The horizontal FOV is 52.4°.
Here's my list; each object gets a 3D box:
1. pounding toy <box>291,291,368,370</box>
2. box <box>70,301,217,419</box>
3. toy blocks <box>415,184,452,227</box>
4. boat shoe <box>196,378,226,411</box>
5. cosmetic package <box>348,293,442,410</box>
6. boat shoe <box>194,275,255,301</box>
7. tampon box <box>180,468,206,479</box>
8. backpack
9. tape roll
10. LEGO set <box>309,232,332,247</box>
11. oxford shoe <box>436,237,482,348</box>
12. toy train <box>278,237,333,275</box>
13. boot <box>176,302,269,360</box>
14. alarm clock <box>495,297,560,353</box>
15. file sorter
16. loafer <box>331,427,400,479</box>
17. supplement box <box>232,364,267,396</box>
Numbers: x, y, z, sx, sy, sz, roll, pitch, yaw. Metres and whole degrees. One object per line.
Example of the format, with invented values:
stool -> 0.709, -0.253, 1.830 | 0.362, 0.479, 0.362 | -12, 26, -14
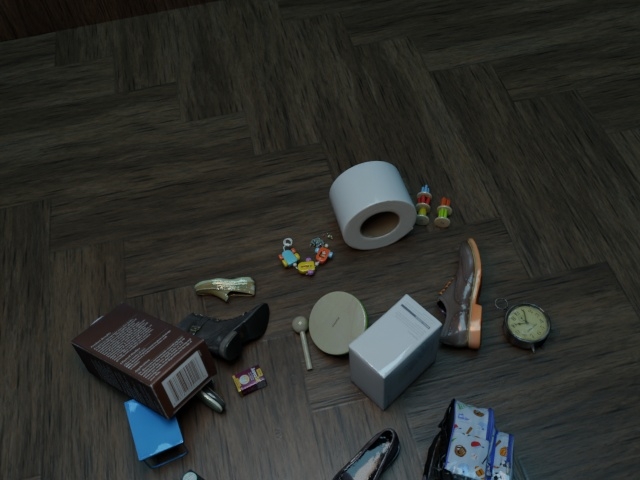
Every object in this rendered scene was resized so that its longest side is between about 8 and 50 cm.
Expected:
pounding toy -> 0.049, 0.260, 1.913 | 0.237, 0.110, 0.183 | -31, 65, 18
box -> -0.488, 0.321, 1.788 | 0.381, 0.143, 0.191 | 17, 44, 37
toy blocks -> 0.380, -0.120, 2.170 | 0.123, 0.054, 0.148 | 7, 55, 10
boat shoe -> -0.341, 0.393, 1.842 | 0.079, 0.084, 0.233 | -39, 56, -23
cosmetic package -> 0.202, 0.309, 1.773 | 0.224, 0.224, 0.138 | -37, 60, -20
boat shoe -> -0.298, 0.156, 2.024 | 0.190, 0.068, 0.072 | -7, 66, 0
tampon box -> -0.291, 0.661, 1.569 | 0.161, 0.101, 0.120 | 26, 49, 22
backpack -> 0.365, 0.535, 1.588 | 0.213, 0.276, 0.263 | 8, 49, 5
tape roll -> 0.164, -0.109, 2.064 | 0.246, 0.246, 0.169 | -15, 55, -6
LEGO set -> -0.001, -0.002, 2.135 | 0.054, 0.023, 0.083 | 34, 64, 25
oxford shoe -> 0.413, 0.146, 1.937 | 0.132, 0.130, 0.364 | 0, 53, 14
toy train -> -0.050, 0.057, 2.086 | 0.166, 0.046, 0.125 | 15, 56, 11
boot -> -0.302, 0.248, 1.936 | 0.229, 0.091, 0.263 | 10, 32, 31
alarm clock -> 0.584, 0.237, 1.892 | 0.129, 0.064, 0.192 | -33, 61, -18
file sorter -> -0.438, 0.508, 1.756 | 0.118, 0.104, 0.170 | -21, 55, -10
loafer -> 0.095, 0.599, 1.653 | 0.109, 0.095, 0.302 | 32, 63, 24
supplement box -> -0.202, 0.400, 1.852 | 0.083, 0.043, 0.055 | -24, 55, -13
